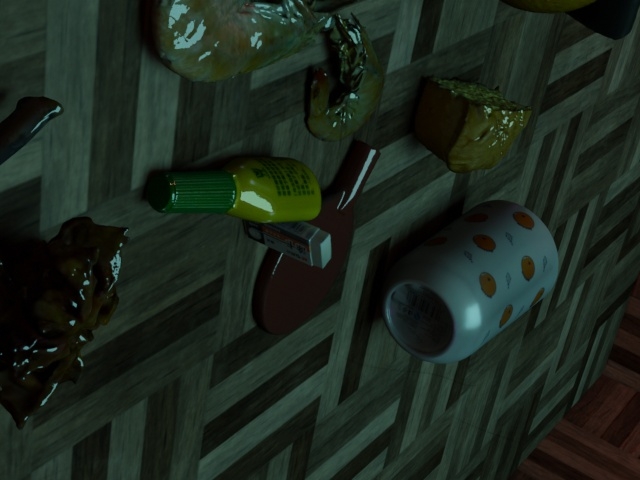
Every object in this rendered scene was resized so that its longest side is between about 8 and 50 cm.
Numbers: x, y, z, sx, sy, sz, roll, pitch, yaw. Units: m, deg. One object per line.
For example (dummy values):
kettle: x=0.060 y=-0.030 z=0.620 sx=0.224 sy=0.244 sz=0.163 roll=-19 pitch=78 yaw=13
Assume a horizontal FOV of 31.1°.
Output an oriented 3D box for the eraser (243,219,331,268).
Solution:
eraser: x=-0.043 y=-0.008 z=1.489 sx=0.029 sy=0.122 sz=0.052 roll=-51 pitch=153 yaw=-31

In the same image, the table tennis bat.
table tennis bat: x=0.000 y=0.000 z=1.676 sx=0.310 sy=0.038 sz=0.200 roll=-62 pitch=155 yaw=0

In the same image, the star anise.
star anise: x=-0.265 y=0.027 z=1.098 sx=0.237 sy=0.148 sz=0.346 roll=-65 pitch=164 yaw=-57

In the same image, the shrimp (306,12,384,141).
shrimp: x=0.025 y=-0.212 z=1.525 sx=0.133 sy=0.053 sz=0.236 roll=-35 pitch=152 yaw=-10

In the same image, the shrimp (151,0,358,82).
shrimp: x=-0.066 y=-0.266 z=1.258 sx=0.317 sy=0.077 sz=0.168 roll=-26 pitch=133 yaw=-48

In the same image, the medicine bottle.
medicine bottle: x=-0.100 y=-0.061 z=1.380 sx=0.064 sy=0.095 sz=0.260 roll=-45 pitch=157 yaw=31

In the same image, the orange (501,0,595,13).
orange: x=0.316 y=-0.450 z=1.579 sx=0.274 sy=0.274 sz=0.274 roll=-43 pitch=148 yaw=-35

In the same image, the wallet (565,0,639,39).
wallet: x=0.418 y=-0.514 z=1.700 sx=0.062 sy=0.228 sz=0.406 roll=-36 pitch=150 yaw=-35

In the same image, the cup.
cup: x=0.256 y=0.076 z=2.031 sx=0.317 sy=0.212 sz=0.212 roll=-30 pitch=139 yaw=-48

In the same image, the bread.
bread: x=0.235 y=-0.185 z=1.842 sx=0.229 sy=0.143 sz=0.139 roll=-7 pitch=131 yaw=-57
